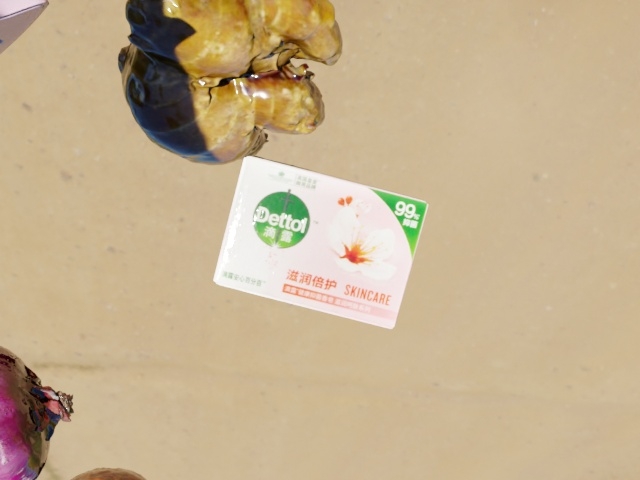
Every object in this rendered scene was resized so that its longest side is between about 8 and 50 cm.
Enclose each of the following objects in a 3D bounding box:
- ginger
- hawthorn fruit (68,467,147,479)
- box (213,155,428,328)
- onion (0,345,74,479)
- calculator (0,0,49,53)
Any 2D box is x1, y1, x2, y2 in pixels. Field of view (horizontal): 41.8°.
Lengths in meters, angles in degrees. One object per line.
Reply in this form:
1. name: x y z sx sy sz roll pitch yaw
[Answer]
1. ginger: -0.120 -0.225 1.090 0.274 0.152 0.357 -4 144 -17
2. hawthorn fruit: -0.237 0.416 0.946 0.275 0.299 0.275 7 159 3
3. box: 0.000 0.000 0.557 0.125 0.089 0.043 13 -175 -1
4. onion: -0.243 0.133 0.642 0.104 0.115 0.115 -9 153 -8
5. calculator: -0.362 -0.130 0.674 0.294 0.194 0.043 -24 96 34
